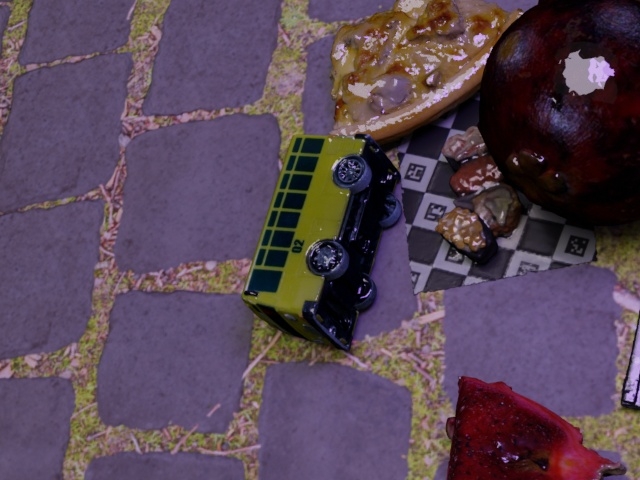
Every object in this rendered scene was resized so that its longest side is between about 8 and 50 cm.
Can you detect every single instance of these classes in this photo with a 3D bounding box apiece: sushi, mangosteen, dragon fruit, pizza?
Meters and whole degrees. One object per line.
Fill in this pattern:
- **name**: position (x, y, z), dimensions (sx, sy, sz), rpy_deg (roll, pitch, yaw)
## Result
- **sushi**: position (0.218, -0.091, 1.801), dimensions (0.264, 0.050, 0.290), rpy_deg (-11, 62, 18)
- **mangosteen**: position (0.336, -0.165, 1.656), dimensions (0.311, 0.311, 0.311), rpy_deg (-9, 63, 19)
- **dragon fruit**: position (0.235, 0.289, 1.565), dimensions (0.211, 0.134, 0.262), rpy_deg (4, 32, 10)
- **pizza**: position (0.120, -0.259, 1.894), dimensions (0.323, 0.089, 0.223), rpy_deg (-32, 54, 4)

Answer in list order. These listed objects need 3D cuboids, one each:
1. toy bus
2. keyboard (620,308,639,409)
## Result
- **toy bus**: position (0.000, 0.000, 1.806), dimensions (0.150, 0.128, 0.262), rpy_deg (5, 67, 29)
- **keyboard**: position (0.412, 0.095, 1.648), dimensions (0.072, 0.023, 0.231), rpy_deg (9, 71, 19)
